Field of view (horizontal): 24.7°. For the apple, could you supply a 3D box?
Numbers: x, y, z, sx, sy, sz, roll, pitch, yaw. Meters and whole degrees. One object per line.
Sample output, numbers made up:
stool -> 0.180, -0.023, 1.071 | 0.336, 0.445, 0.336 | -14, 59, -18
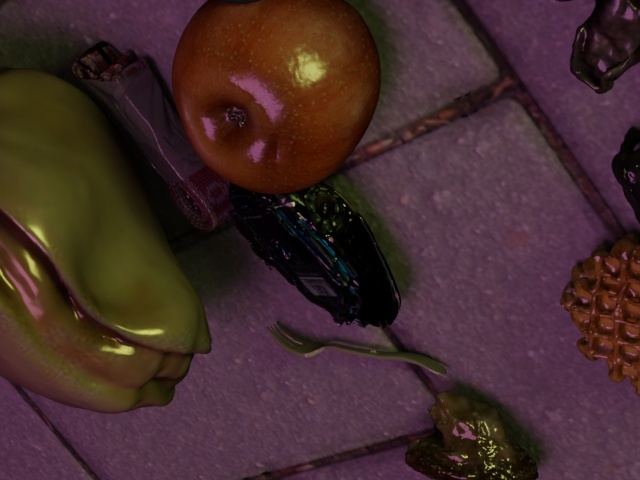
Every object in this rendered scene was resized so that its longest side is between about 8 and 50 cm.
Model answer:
apple -> -0.045, -0.141, 1.354 | 0.201, 0.162, 0.201 | 21, 138, 20

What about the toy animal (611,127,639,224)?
toy animal -> 0.297, -0.030, 1.280 | 0.047, 0.065, 0.136 | -8, 121, 40

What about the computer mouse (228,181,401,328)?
computer mouse -> 0.000, 0.000, 1.504 | 0.242, 0.077, 0.146 | 50, 157, -22

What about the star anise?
star anise -> 0.234, -0.210, 1.146 | 0.220, 0.099, 0.214 | 19, 125, 22

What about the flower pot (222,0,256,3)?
flower pot -> -0.066, -0.299, 1.276 | 0.157, 0.107, 0.157 | 17, 131, 20

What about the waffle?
waffle -> 0.313, 0.074, 1.378 | 0.191, 0.038, 0.191 | 19, 134, 21

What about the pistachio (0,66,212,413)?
pistachio -> -0.296, -0.002, 1.554 | 0.281, 0.365, 0.445 | -44, 95, 4

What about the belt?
belt -> -0.170, -0.113, 1.550 | 0.232, 0.053, 0.071 | 52, 149, -12

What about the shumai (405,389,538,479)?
shumai -> 0.172, 0.230, 1.592 | 0.139, 0.105, 0.123 | 29, -178, 25

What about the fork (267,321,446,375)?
fork -> 0.041, 0.126, 1.627 | 0.219, 0.034, 0.028 | 11, 105, 26
